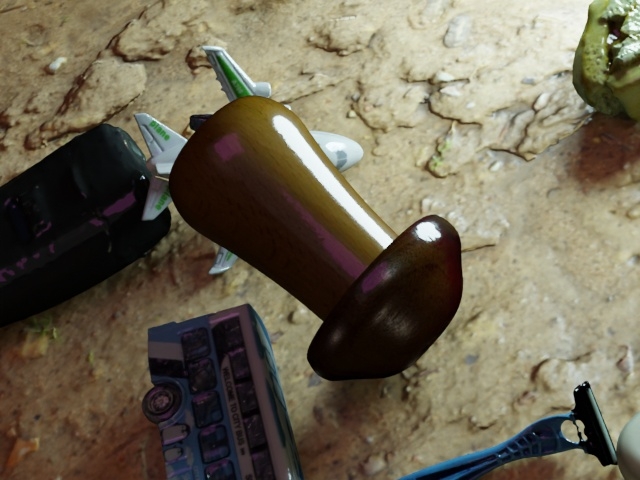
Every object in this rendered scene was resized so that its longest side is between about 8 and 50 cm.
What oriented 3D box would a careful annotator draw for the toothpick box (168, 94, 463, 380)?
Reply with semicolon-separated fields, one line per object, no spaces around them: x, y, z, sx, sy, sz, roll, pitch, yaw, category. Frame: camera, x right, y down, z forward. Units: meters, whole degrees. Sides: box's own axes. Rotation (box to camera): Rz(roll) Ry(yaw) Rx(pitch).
0.000;0.000;1.037;0.294;0.192;0.192;43;78;15;toothpick box

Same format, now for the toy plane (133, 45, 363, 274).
-0.079;-0.094;1.192;0.255;0.251;0.101;-6;16;-18;toy plane

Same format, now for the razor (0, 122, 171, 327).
-0.340;-0.002;1.241;0.327;0.107;0.189;-27;54;-1;razor

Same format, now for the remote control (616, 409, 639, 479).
0.350;0.138;0.945;0.221;0.042;0.078;-41;56;-11;remote control

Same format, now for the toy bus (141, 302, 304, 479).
-0.087;0.210;1.017;0.131;0.106;0.297;-19;52;2;toy bus

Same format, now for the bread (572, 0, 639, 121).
0.320;-0.190;1.149;0.110;0.103;0.156;-39;48;6;bread

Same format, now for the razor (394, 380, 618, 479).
0.140;0.210;0.976;0.253;0.042;0.082;-24;94;5;razor
